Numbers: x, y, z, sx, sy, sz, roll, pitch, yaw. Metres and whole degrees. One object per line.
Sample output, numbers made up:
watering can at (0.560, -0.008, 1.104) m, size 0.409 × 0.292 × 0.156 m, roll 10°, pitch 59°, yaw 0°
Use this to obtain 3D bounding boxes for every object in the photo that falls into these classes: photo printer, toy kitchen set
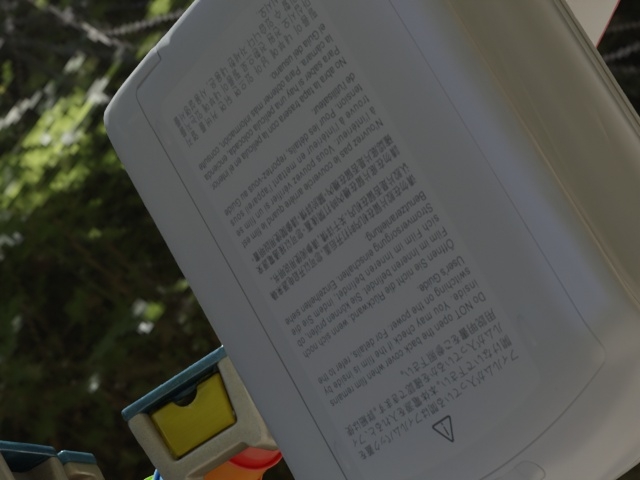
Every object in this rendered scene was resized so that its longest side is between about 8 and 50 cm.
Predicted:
photo printer at (0.045, -0.007, 0.719) m, size 0.107 × 0.308 × 0.256 m, roll -17°, pitch -18°, yaw -46°
toy kitchen set at (-0.144, 0.098, 0.846) m, size 0.166 × 0.122 × 0.207 m, roll -33°, pitch -20°, yaw 10°

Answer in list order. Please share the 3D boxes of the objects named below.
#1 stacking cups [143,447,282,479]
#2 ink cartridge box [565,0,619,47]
stacking cups at (-0.102, 0.206, 1.317) m, size 0.096 × 0.096 × 0.316 m, roll -49°, pitch -4°, yaw -45°
ink cartridge box at (0.127, -0.294, 1.194) m, size 0.117 × 0.283 × 0.207 m, roll -4°, pitch -56°, yaw -51°
